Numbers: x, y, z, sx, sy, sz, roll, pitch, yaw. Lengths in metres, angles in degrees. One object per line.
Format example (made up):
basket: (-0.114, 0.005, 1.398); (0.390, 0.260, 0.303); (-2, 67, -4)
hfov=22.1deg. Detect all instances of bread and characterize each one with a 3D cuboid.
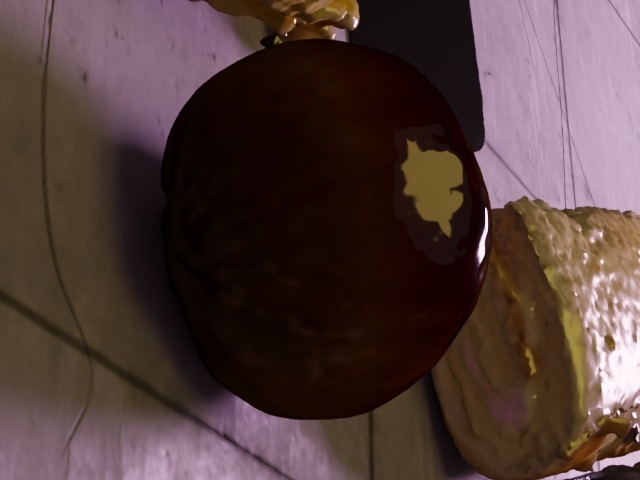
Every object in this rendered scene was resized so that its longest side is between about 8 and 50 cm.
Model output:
bread: (0.230, 0.091, 1.490); (0.375, 0.165, 0.236); (5, 66, -62)

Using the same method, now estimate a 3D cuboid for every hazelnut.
hazelnut: (0.000, 0.000, 1.062); (0.217, 0.217, 0.251); (-54, 147, -58)

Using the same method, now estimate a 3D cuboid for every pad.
pad: (0.125, -0.180, 1.563); (0.323, 0.055, 0.250); (33, 47, -53)

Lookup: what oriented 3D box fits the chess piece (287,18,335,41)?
chess piece: (-0.005, -0.205, 1.326); (0.060, 0.060, 0.172); (50, 37, -40)

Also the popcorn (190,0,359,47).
popcorn: (-0.039, -0.223, 1.148); (0.180, 0.180, 0.170); (-33, 140, -63)

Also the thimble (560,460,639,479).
thimble: (0.310, 0.287, 1.507); (0.236, 0.205, 0.172); (62, 19, -84)
